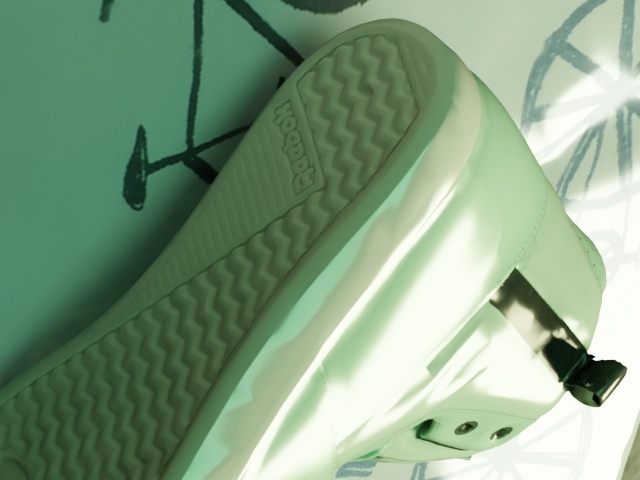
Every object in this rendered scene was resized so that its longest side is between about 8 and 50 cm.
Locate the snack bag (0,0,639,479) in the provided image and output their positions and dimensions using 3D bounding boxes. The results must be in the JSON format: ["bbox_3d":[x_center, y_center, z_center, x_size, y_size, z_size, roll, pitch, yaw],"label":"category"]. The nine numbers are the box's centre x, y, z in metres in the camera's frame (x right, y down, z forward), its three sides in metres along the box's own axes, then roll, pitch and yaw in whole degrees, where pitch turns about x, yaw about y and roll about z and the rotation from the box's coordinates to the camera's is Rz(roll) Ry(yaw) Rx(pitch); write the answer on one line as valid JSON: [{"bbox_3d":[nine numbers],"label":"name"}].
[{"bbox_3d":[0.000,0.000,0.578,0.342,0.037,0.323,-4,121,-31],"label":"snack bag"}]

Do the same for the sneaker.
[{"bbox_3d":[-0.011,0.071,0.529,0.256,0.094,0.151,-48,135,4],"label":"sneaker"}]
